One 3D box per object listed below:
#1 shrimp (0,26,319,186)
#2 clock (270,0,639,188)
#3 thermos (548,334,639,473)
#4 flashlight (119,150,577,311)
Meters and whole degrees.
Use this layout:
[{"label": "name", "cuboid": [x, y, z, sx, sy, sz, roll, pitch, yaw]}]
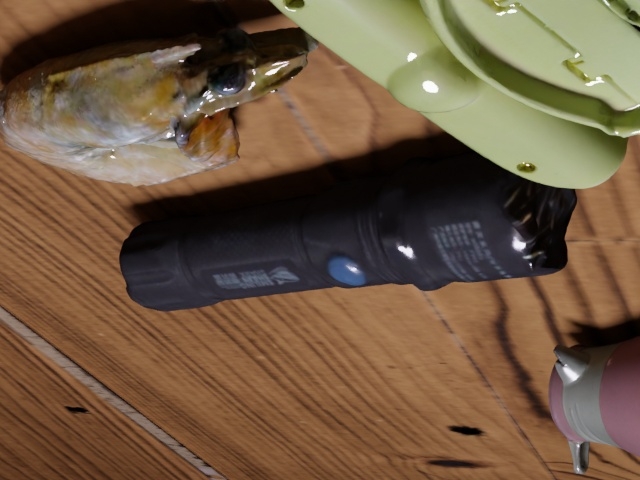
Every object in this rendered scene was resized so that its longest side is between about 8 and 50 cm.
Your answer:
[{"label": "shrimp", "cuboid": [-0.110, -0.090, 0.986, 0.317, 0.077, 0.168, -7, 160, 43]}, {"label": "clock", "cuboid": [0.164, -0.153, 0.662, 0.286, 0.117, 0.348, 30, 150, -35]}, {"label": "thermos", "cuboid": [0.328, 0.145, 1.190, 0.265, 0.146, 0.176, -6, 134, 50]}, {"label": "flashlight", "cuboid": [0.000, 0.000, 1.090, 0.424, 0.103, 0.103, -9, 148, 39]}]
